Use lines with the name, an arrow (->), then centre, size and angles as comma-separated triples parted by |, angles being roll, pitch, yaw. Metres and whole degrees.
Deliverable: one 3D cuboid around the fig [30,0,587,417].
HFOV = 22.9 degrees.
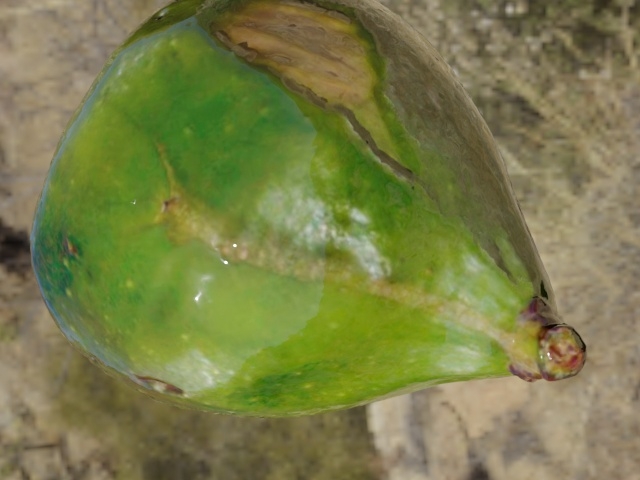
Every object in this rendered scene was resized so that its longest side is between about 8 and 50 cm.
fig -> 0.000, 0.000, 0.664 | 0.245, 0.195, 0.195 | 33, 131, 15
